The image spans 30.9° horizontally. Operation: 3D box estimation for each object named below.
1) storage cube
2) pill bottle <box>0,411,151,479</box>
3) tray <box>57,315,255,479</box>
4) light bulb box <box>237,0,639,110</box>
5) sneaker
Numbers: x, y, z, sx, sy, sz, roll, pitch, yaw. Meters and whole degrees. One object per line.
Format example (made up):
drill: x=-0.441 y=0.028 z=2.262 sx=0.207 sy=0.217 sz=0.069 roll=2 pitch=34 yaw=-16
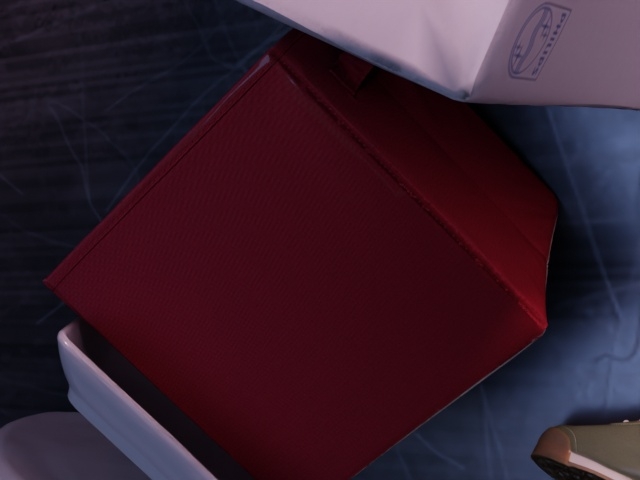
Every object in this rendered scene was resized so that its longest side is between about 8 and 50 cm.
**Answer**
storage cube: x=0.000 y=0.000 z=0.662 sx=0.193 sy=0.183 sz=0.215 roll=44 pitch=114 yaw=-7
pill bottle: x=-0.192 y=0.291 z=0.828 sx=0.169 sy=0.169 sz=0.301 roll=25 pitch=105 yaw=26
tray: x=-0.093 y=0.098 z=0.695 sx=0.145 sy=0.270 sz=0.030 roll=43 pitch=89 yaw=-5
light bulb box: x=0.035 y=-0.230 z=0.558 sx=0.358 sy=0.361 sz=0.225 roll=30 pitch=108 yaw=25
sneaker: x=0.219 y=0.125 z=0.653 sx=0.192 sy=0.064 sz=0.086 roll=17 pitch=66 yaw=45
